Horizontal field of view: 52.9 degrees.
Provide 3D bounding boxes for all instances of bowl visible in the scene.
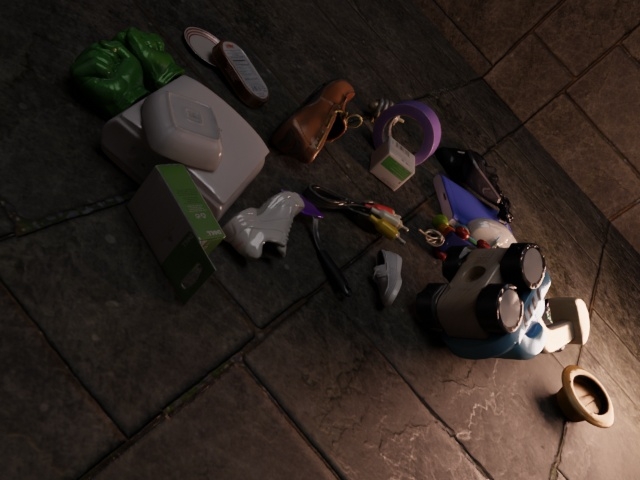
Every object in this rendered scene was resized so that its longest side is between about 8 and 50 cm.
[{"bbox_3d":[-0.232,-0.199,1.113,0.142,0.053,0.142,14,44,-37],"label":"bowl"}]

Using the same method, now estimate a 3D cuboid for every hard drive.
[{"bbox_3d":[0.504,-0.071,2.068,0.318,0.040,0.210,27,36,-29],"label":"hard drive"}]

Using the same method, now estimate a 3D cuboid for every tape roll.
[{"bbox_3d":[0.255,-0.315,1.901,0.189,0.189,0.080,48,31,2],"label":"tape roll"}]

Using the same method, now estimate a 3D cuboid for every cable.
[{"bbox_3d":[0.091,-0.090,1.563,0.287,0.072,0.139,31,32,-27],"label":"cable"}]

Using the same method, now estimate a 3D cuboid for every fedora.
[{"bbox_3d":[0.686,0.423,1.699,0.194,0.079,0.194,24,41,-23],"label":"fedora"}]

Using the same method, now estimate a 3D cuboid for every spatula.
[{"bbox_3d":[0.000,0.000,1.395,0.084,0.030,0.296,9,48,-49],"label":"spatula"}]

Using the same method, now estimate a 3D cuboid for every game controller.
[{"bbox_3d":[0.533,-0.269,2.321,0.166,0.067,0.319,46,28,27],"label":"game controller"}]

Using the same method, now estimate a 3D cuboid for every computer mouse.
[{"bbox_3d":[0.541,-0.176,2.138,0.272,0.072,0.188,53,26,-11],"label":"computer mouse"}]

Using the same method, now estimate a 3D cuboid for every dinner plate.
[{"bbox_3d":[-0.280,-0.477,1.604,0.141,0.017,0.141,31,34,-24],"label":"dinner plate"}]

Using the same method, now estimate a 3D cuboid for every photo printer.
[{"bbox_3d":[-0.240,-0.185,1.240,0.256,0.107,0.307,42,32,-8],"label":"photo printer"}]

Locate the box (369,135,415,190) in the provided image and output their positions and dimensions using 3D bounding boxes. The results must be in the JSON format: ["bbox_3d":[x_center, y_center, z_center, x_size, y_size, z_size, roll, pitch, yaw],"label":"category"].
[{"bbox_3d":[0.204,-0.219,1.829,0.101,0.087,0.102,36,34,-17],"label":"box"}]

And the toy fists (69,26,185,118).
[{"bbox_3d":[-0.377,-0.339,1.261,0.142,0.096,0.279,40,33,-9],"label":"toy fists"}]

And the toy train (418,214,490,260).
[{"bbox_3d":[0.343,-0.023,1.776,0.248,0.105,0.143,28,26,-28],"label":"toy train"}]

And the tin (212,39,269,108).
[{"bbox_3d":[-0.195,-0.415,1.598,0.190,0.040,0.106,57,26,1],"label":"tin"}]

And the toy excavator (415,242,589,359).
[{"bbox_3d":[0.485,0.189,1.576,0.433,0.222,0.445,-48,119,-34],"label":"toy excavator"}]

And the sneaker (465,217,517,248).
[{"bbox_3d":[0.557,0.060,1.923,0.292,0.108,0.169,35,30,-21],"label":"sneaker"}]

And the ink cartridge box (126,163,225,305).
[{"bbox_3d":[-0.228,-0.012,1.061,0.062,0.109,0.209,-11,63,-53],"label":"ink cartridge box"}]

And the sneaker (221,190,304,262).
[{"bbox_3d":[-0.097,-0.018,1.263,0.115,0.090,0.232,55,41,1],"label":"sneaker"}]

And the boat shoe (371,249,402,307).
[{"bbox_3d":[0.147,0.079,1.457,0.063,0.066,0.184,26,37,-7],"label":"boat shoe"}]

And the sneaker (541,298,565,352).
[{"bbox_3d":[0.643,0.226,1.848,0.223,0.098,0.083,43,32,-6],"label":"sneaker"}]

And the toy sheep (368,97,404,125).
[{"bbox_3d":[0.208,-0.404,2.047,0.132,0.091,0.091,27,37,-21],"label":"toy sheep"}]

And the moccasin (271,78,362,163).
[{"bbox_3d":[0.012,-0.308,1.650,0.147,0.139,0.380,43,32,-8],"label":"moccasin"}]
